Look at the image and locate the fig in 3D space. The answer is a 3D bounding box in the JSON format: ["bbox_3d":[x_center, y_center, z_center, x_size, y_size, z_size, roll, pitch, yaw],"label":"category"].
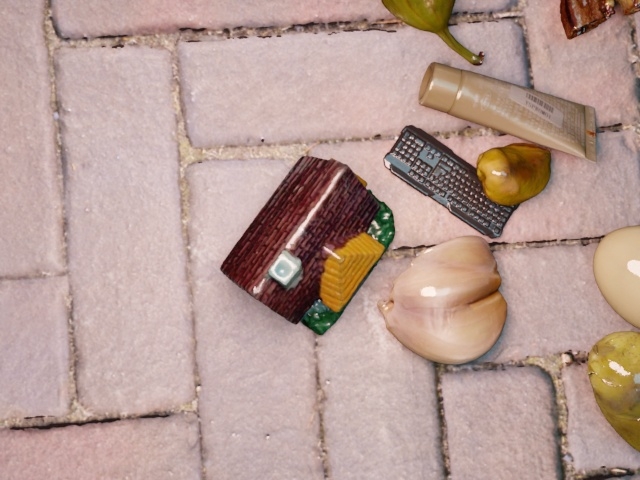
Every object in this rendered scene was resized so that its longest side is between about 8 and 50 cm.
[{"bbox_3d":[0.203,-0.426,1.320,0.151,0.151,0.259,-33,116,-7],"label":"fig"}]

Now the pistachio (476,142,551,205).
[{"bbox_3d":[0.346,-0.118,1.291,0.189,0.100,0.110,-19,105,-44],"label":"pistachio"}]

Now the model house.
[{"bbox_3d":[0.000,0.000,1.182,0.230,0.249,0.280,34,83,-2],"label":"model house"}]

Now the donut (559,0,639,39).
[{"bbox_3d":[0.541,-0.471,1.351,0.217,0.085,0.141,-20,87,-7],"label":"donut"}]

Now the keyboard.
[{"bbox_3d":[0.245,-0.109,1.329,0.262,0.016,0.106,34,83,-2],"label":"keyboard"}]

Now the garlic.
[{"bbox_3d":[0.226,0.115,1.266,0.228,0.110,0.217,-19,91,-7],"label":"garlic"}]

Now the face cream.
[{"bbox_3d":[0.354,-0.243,1.319,0.341,0.084,0.137,15,58,-6],"label":"face cream"}]

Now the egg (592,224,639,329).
[{"bbox_3d":[0.600,0.071,1.262,0.242,0.186,0.186,29,83,8],"label":"egg"}]

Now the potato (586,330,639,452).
[{"bbox_3d":[0.580,0.274,1.263,0.169,0.143,0.248,-30,94,18],"label":"potato"}]
